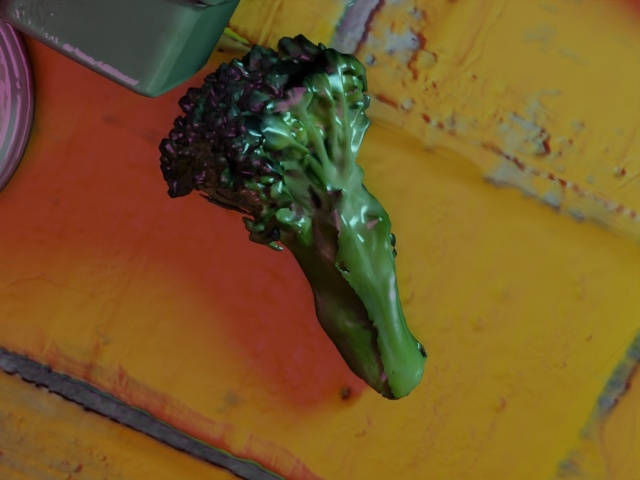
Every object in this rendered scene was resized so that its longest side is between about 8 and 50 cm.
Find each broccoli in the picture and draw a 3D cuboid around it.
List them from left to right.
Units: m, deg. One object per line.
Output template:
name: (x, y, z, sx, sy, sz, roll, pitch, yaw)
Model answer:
broccoli: (0.000, -0.003, 0.776, 0.165, 0.145, 0.304, -42, 113, -30)

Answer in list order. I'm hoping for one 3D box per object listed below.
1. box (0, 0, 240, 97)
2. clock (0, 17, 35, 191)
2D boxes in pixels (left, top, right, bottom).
box: (-0.118, -0.189, 0.690, 0.148, 0.210, 0.129, 28, 107, -4)
clock: (-0.345, -0.118, 0.783, 0.244, 0.056, 0.244, 0, 101, 1)
